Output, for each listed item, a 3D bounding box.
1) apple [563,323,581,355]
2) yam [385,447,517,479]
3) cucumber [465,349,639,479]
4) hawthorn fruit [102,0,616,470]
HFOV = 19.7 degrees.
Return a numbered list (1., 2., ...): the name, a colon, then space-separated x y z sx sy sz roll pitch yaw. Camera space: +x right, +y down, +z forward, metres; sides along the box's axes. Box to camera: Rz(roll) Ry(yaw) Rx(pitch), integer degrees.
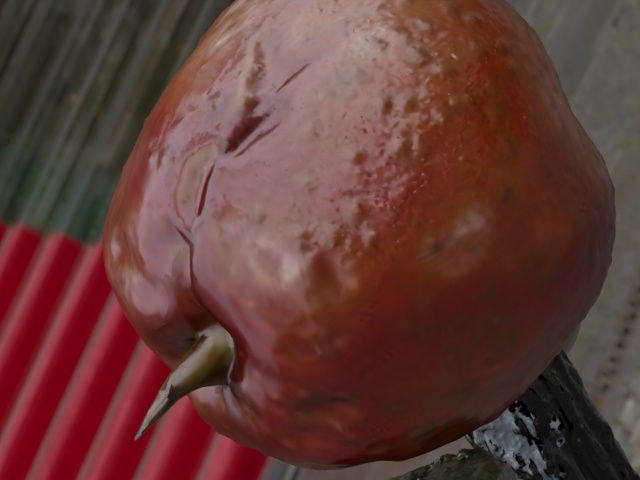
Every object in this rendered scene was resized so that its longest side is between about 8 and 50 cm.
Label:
1. apple: 0.096 0.048 1.390 0.209 0.164 0.209 -27 -4 -2
2. yam: 0.061 0.171 0.693 0.078 0.078 0.179 -151 43 -79
3. cucumber: 0.106 0.091 0.994 0.081 0.303 0.072 -32 -4 27
4. hawthorn fruit: 0.000 0.000 0.662 0.200 0.179 0.179 -37 -4 -29
